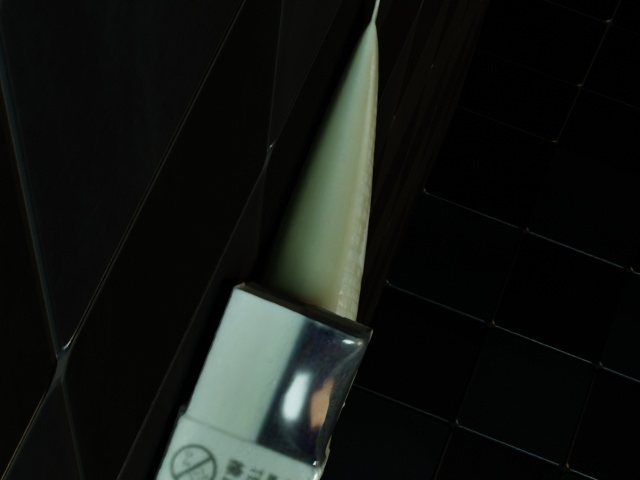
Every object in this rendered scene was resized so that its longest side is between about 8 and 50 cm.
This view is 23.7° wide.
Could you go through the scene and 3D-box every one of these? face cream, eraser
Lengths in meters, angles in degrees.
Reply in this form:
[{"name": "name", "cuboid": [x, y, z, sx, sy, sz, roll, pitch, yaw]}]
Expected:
[{"name": "face cream", "cuboid": [0.000, 0.000, 1.109, 0.137, 0.084, 0.341, 100, 4, -76]}, {"name": "eraser", "cuboid": [-0.084, 0.229, 0.973, 0.096, 0.098, 0.404, -2, 114, -86]}]
